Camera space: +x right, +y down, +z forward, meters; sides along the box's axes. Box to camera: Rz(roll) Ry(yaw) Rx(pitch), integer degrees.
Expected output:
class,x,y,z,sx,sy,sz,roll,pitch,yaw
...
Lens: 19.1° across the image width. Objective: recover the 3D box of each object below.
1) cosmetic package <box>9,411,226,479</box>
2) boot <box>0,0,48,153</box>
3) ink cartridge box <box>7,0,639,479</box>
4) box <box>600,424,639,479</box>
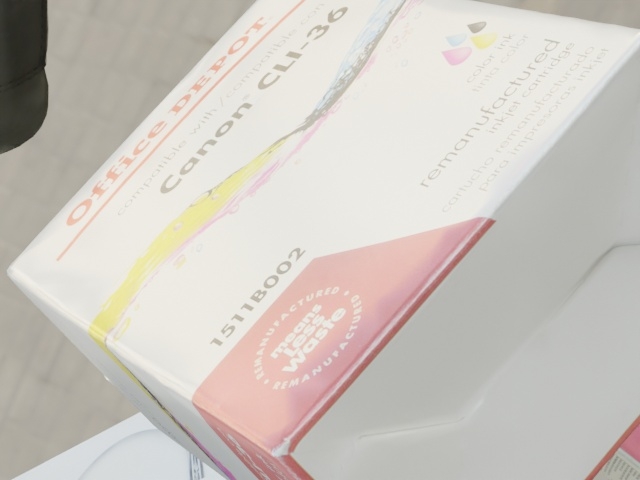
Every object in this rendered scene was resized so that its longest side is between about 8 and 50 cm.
class,x,y,z,sx,sy,sz,roll,pitch,yaw
cosmetic package,-0.133,0.313,1.284,0.284,0.097,0.377,-31,48,26
boot,-0.113,-0.113,0.331,0.198,0.077,0.137,43,140,32
ink cartridge box,0.000,0.000,0.459,0.115,0.067,0.198,-48,28,-12
box,0.308,0.162,1.686,0.127,0.232,0.148,-50,-13,-10
